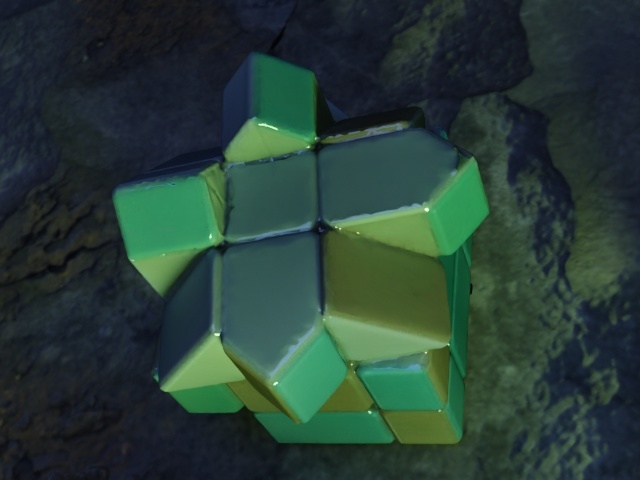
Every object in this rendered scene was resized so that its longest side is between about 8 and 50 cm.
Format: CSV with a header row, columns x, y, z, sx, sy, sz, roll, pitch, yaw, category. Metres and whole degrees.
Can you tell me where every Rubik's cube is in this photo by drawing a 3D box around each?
x,y,z,sx,sy,sz,roll,pitch,yaw,category
0.000,0.000,0.687,0.224,0.213,0.265,-5,57,18,Rubik's cube
